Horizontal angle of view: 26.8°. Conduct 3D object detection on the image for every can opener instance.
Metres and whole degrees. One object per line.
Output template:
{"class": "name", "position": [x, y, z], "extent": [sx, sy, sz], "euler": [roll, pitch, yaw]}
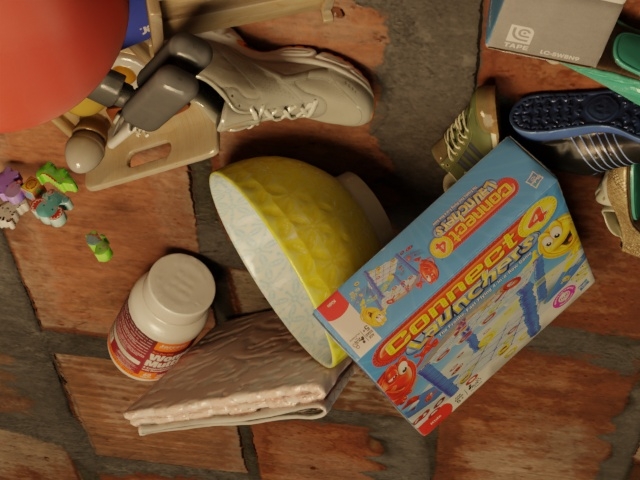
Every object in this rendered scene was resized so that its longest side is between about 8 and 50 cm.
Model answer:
{"class": "can opener", "position": [-0.190, -0.155, 1.397], "extent": [0.093, 0.074, 0.280], "euler": [25, 165, -21]}

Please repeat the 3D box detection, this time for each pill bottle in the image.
{"class": "pill bottle", "position": [-0.235, 0.114, 1.992], "extent": [0.121, 0.121, 0.221], "euler": [19, 146, -12]}

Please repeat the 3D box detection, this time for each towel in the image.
{"class": "towel", "position": [-0.066, 0.168, 1.882], "extent": [0.331, 0.317, 0.053], "euler": [-11, 108, 30]}

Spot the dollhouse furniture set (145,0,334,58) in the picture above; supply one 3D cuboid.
{"class": "dollhouse furniture set", "position": [-0.037, -0.321, 1.338], "extent": [0.303, 0.174, 0.355], "euler": [-12, 172, -8]}

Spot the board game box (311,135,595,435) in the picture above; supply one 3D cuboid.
{"class": "board game box", "position": [0.173, 0.066, 1.621], "extent": [0.308, 0.086, 0.302], "euler": [-42, 150, -2]}

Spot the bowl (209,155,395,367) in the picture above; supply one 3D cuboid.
{"class": "bowl", "position": [0.000, 0.000, 1.695], "extent": [0.156, 0.289, 0.289], "euler": [-31, 146, -12]}

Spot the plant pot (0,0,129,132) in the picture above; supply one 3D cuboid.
{"class": "plant pot", "position": [-0.332, -0.275, 1.271], "extent": [0.274, 0.275, 0.243], "euler": [7, 157, 6]}

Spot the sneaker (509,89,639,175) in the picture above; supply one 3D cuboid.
{"class": "sneaker", "position": [0.334, -0.119, 1.529], "extent": [0.232, 0.081, 0.090], "euler": [5, 149, 21]}

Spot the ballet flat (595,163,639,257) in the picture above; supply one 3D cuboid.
{"class": "ballet flat", "position": [0.371, -0.043, 1.637], "extent": [0.067, 0.073, 0.206], "euler": [8, 145, 31]}

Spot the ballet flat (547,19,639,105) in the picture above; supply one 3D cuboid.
{"class": "ballet flat", "position": [0.285, -0.202, 1.417], "extent": [0.247, 0.083, 0.087], "euler": [24, 159, -15]}

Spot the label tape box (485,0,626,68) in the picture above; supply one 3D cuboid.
{"class": "label tape box", "position": [0.229, -0.339, 1.079], "extent": [0.105, 0.241, 0.334], "euler": [12, 147, -1]}

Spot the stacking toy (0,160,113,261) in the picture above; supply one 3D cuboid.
{"class": "stacking toy", "position": [-0.384, -0.056, 1.780], "extent": [0.221, 0.052, 0.167], "euler": [23, 154, 28]}

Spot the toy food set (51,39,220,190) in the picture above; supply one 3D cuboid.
{"class": "toy food set", "position": [-0.293, -0.179, 1.602], "extent": [0.219, 0.092, 0.306], "euler": [-13, 140, 32]}

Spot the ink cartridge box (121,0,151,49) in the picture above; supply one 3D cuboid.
{"class": "ink cartridge box", "position": [-0.242, -0.246, 1.441], "extent": [0.207, 0.046, 0.097], "euler": [-24, 144, -6]}

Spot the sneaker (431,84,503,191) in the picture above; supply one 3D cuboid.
{"class": "sneaker", "position": [0.174, -0.110, 1.592], "extent": [0.086, 0.064, 0.192], "euler": [-2, 148, 11]}

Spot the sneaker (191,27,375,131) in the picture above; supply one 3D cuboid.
{"class": "sneaker", "position": [-0.068, -0.162, 1.536], "extent": [0.262, 0.121, 0.099], "euler": [16, 147, -7]}
